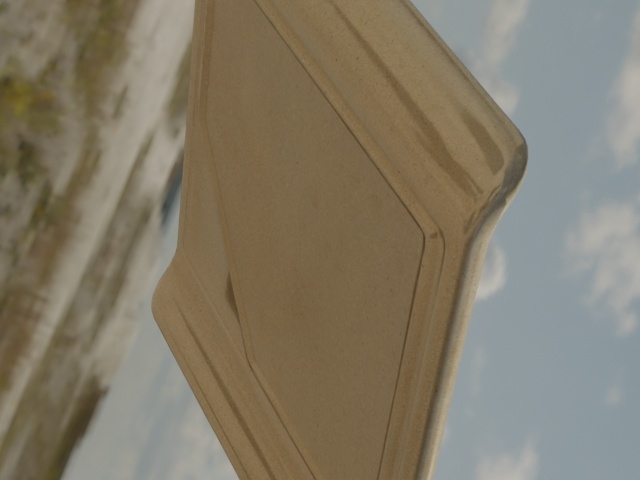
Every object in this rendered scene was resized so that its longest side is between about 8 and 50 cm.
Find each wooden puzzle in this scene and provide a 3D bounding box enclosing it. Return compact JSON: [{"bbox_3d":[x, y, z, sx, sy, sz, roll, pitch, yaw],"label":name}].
[{"bbox_3d":[0.000,0.000,0.664,0.221,0.044,0.239,56,-36,41],"label":"wooden puzzle"}]
